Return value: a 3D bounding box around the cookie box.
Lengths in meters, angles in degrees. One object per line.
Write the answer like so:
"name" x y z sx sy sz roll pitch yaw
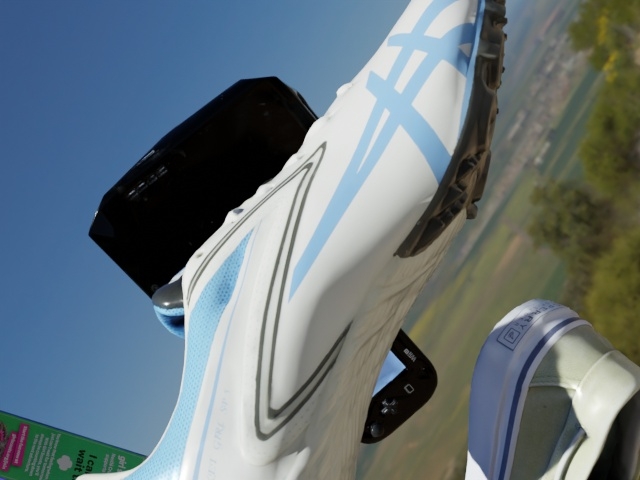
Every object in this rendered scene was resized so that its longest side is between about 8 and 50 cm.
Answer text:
"cookie box" -0.152 0.129 0.573 0.092 0.107 0.040 124 160 -44

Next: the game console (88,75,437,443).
"game console" -0.016 0.036 1.014 0.213 0.361 0.044 -38 24 10

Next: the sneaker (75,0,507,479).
"sneaker" 0.000 0.000 0.365 0.085 0.086 0.237 81 -148 -65

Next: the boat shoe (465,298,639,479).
"boat shoe" 0.151 0.174 0.729 0.109 0.094 0.302 -32 -45 -24
